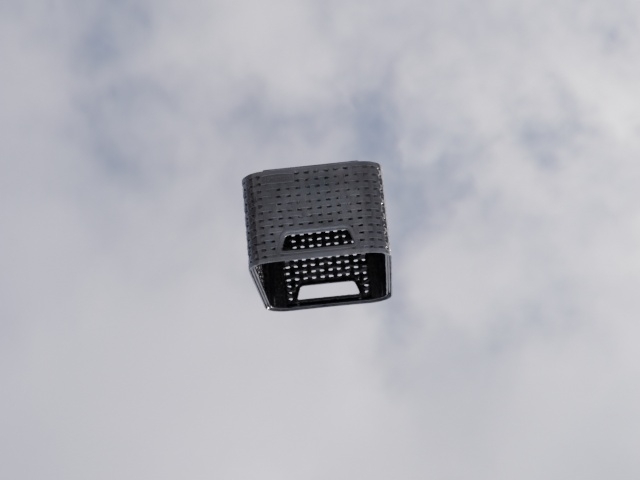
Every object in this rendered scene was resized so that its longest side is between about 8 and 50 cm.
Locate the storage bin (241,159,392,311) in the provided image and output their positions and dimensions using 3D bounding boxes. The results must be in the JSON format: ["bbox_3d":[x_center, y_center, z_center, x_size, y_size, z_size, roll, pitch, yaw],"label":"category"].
[{"bbox_3d":[0.000,0.000,1.128,0.122,0.180,0.084,-6,-107,2],"label":"storage bin"}]
